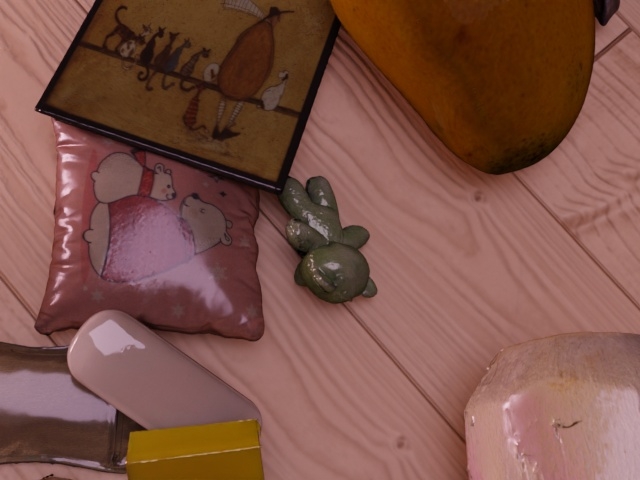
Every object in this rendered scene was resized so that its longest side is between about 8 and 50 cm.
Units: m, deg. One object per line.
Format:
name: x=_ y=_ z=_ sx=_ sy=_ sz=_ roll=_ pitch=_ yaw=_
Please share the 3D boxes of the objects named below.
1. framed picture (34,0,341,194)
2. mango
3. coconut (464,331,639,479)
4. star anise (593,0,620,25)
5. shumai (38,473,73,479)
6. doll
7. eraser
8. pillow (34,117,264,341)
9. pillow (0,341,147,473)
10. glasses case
framed picture: x=-0.115 y=-0.221 z=1.024 sx=0.255 sy=0.014 sz=0.339 roll=19 pitch=57 yaw=-2
mango: x=0.154 y=-0.255 z=1.016 sx=0.263 sy=0.221 sz=0.378 roll=-25 pitch=89 yaw=-19
coconut: x=0.247 y=0.208 z=0.885 sx=0.227 sy=0.227 sz=0.231 roll=1 pitch=74 yaw=-8
star anise: x=0.335 y=-0.389 z=1.137 sx=0.282 sy=0.129 sz=0.212 roll=-39 pitch=99 yaw=-13
shumai: x=-0.246 y=0.274 z=0.840 sx=0.145 sy=0.116 sz=0.146 roll=2 pitch=73 yaw=-7
doll: x=0.000 y=0.000 z=0.994 sx=0.115 sy=0.077 sz=0.150 roll=8 pitch=54 yaw=-45
eraser: x=-0.111 y=0.219 z=0.883 sx=0.122 sy=0.097 sz=0.045 roll=-5 pitch=30 yaw=-6
pillow: x=-0.165 y=-0.014 z=0.957 sx=0.223 sy=0.084 sz=0.236 roll=1 pitch=72 yaw=-8
pillow: x=-0.266 y=0.157 z=0.915 sx=0.217 sy=0.033 sz=0.130 roll=2 pitch=80 yaw=-10
glasses case: x=-0.145 y=0.143 z=0.906 sx=0.204 sy=0.051 sz=0.081 roll=40 pitch=80 yaw=-16
